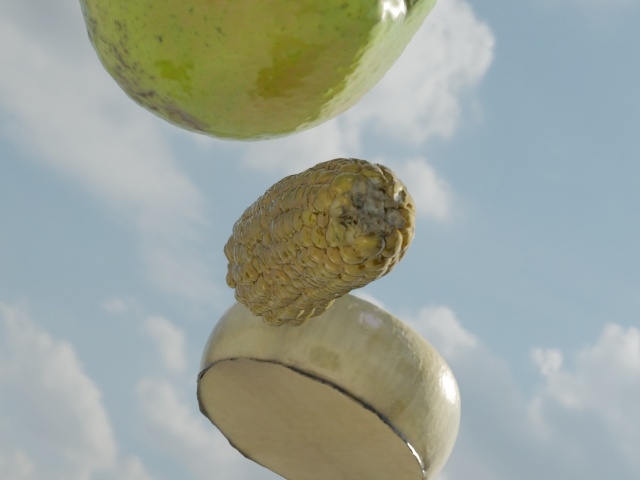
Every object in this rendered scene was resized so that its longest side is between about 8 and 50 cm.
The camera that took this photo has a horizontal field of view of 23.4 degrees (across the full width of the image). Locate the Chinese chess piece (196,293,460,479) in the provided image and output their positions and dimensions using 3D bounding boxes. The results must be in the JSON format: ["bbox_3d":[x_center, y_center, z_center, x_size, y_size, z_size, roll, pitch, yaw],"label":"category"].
[{"bbox_3d":[0.007,0.150,1.479,0.257,0.104,0.257,21,-31,13],"label":"Chinese chess piece"}]

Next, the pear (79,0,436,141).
[{"bbox_3d":[-0.051,-0.289,1.605,0.391,0.391,0.391,27,-23,12],"label":"pear"}]

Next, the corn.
[{"bbox_3d":[-0.004,-0.003,1.090,0.102,0.102,0.313,34,-17,-5],"label":"corn"}]
